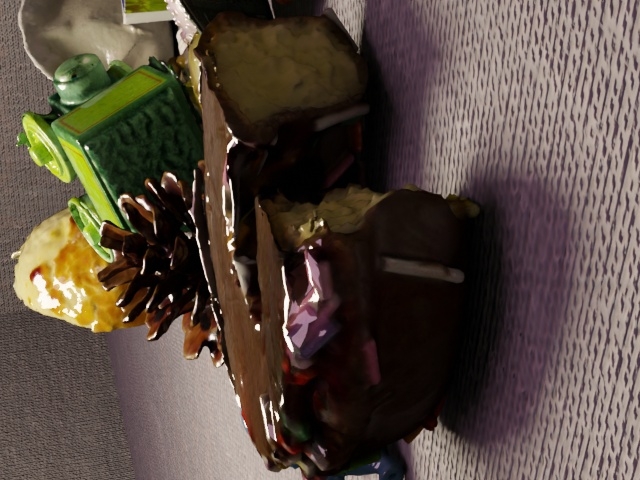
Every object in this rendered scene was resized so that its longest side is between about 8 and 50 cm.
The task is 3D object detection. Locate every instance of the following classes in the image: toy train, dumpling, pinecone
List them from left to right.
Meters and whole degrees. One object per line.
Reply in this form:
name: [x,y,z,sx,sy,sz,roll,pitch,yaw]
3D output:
dumpling: [-0.311,-0.277,1.830,0.163,0.205,0.292,85,163,-63]
toy train: [-0.201,-0.073,1.391,0.188,0.159,0.271,29,149,49]
pinecone: [-0.115,0.020,1.215,0.208,0.208,0.207,173,90,-76]

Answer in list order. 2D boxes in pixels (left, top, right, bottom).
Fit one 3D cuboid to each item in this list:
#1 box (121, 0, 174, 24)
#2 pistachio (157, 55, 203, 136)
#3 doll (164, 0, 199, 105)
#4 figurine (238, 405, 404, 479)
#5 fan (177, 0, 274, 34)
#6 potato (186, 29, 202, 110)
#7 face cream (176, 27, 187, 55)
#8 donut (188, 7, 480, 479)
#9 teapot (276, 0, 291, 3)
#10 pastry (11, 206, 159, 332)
box: [-0.184,-0.393,1.430,0.299,0.107,0.200,124,137,-73]
pistachio: [-0.173,-0.152,1.553,0.113,0.113,0.149,120,157,-68]
doll: [-0.120,-0.224,1.335,0.129,0.081,0.207,-126,30,-58]
figurine: [-0.005,0.154,1.022,0.178,0.114,0.144,-126,29,-47]
fan: [-0.070,-0.197,1.127,0.294,0.012,0.223,56,-160,-27]
potato: [-0.090,-0.157,1.260,0.091,0.070,0.137,41,141,44]
face cream: [-0.162,-0.223,1.631,0.038,0.020,0.115,116,142,-50]
donut: [-0.001,0.017,0.871,0.345,0.136,0.259,-116,21,-55]
teapot: [-0.041,-0.253,0.980,0.173,0.116,0.116,62,-171,-56]
pastry: [-0.272,0.014,1.719,0.237,0.256,0.170,25,114,60]
